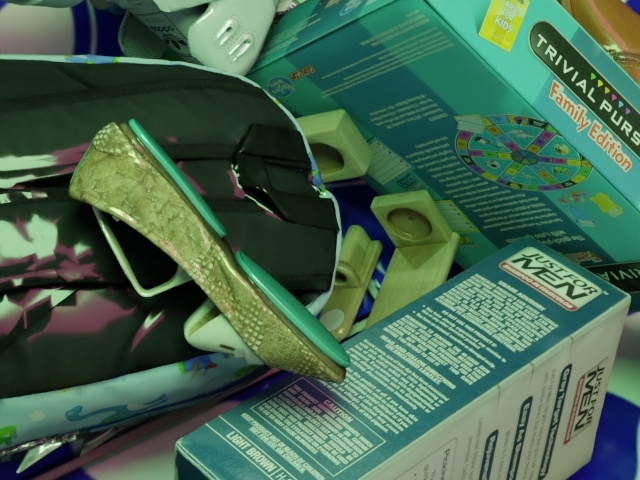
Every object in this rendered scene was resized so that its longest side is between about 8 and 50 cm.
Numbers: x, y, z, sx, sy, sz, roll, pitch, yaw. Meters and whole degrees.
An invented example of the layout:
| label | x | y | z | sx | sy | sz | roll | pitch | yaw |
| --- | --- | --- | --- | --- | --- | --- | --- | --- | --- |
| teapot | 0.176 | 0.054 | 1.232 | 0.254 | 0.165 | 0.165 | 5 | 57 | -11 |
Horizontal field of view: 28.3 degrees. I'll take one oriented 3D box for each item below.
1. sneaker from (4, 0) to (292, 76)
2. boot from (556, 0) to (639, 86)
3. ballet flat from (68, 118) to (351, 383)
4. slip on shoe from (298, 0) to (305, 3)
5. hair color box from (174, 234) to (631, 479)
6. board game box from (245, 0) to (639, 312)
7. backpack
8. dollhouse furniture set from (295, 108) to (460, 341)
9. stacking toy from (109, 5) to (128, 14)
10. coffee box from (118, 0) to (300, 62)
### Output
| label | x | y | z | sx | sy | sz | roll | pitch | yaw |
| --- | --- | --- | --- | --- | --- | --- | --- | --- | --- |
| sneaker | -0.154 | -0.189 | 0.904 | 0.366 | 0.137 | 0.210 | -39 | 125 | -33 |
| boot | 0.318 | -0.204 | 1.285 | 0.220 | 0.109 | 0.284 | 3 | 62 | -22 |
| ballet flat | -0.070 | 0.021 | 0.753 | 0.067 | 0.073 | 0.206 | -42 | 96 | 2 |
| slip on shoe | 0.108 | -0.124 | 1.140 | 0.331 | 0.123 | 0.101 | 34 | 48 | 3 |
| hair color box | 0.063 | 0.149 | 0.896 | 0.347 | 0.174 | 0.105 | -26 | 46 | -35 |
| board game box | 0.136 | -0.072 | 0.968 | 0.336 | 0.253 | 0.079 | 40 | 67 | -20 |
| backpack | -0.165 | 0.006 | 0.862 | 0.355 | 0.273 | 0.290 | -15 | 66 | -10 |
| dollhouse furniture set | 0.000 | 0.000 | 0.989 | 0.151 | 0.144 | 0.123 | 54 | 44 | -34 |
| stacking toy | -0.258 | -0.339 | 1.090 | 0.301 | 0.175 | 0.166 | 24 | 54 | 4 |
| coffee box | -0.091 | -0.143 | 1.056 | 0.113 | 0.040 | 0.184 | 44 | 78 | 5 |
